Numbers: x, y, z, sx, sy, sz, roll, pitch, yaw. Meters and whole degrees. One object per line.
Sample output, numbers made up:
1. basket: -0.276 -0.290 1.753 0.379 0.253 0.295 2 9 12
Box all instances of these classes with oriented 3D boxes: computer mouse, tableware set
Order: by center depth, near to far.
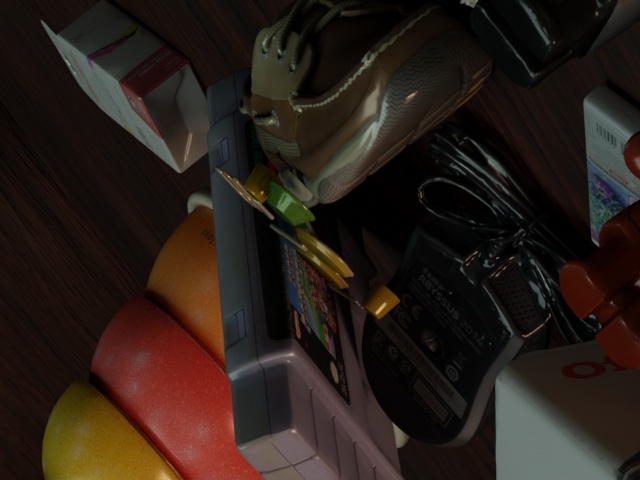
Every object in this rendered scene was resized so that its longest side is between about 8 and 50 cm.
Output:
1. tableware set: 0.000 0.000 1.018 0.154 0.024 0.104 47 171 -37
2. computer mouse: 0.114 0.049 1.050 0.188 0.072 0.272 51 145 15

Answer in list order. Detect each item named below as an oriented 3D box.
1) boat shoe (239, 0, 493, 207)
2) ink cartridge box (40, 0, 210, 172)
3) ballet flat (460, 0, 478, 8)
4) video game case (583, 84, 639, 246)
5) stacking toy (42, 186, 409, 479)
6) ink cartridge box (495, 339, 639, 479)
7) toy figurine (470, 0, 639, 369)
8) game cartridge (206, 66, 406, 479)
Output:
1. boat shoe: 0.007 -0.097 0.953 0.116 0.123 0.324 53 166 -4
2. ink cartridge box: -0.191 -0.166 1.546 0.198 0.067 0.115 38 162 38
3. ballet flat: 0.051 -0.170 0.683 0.091 0.077 0.241 40 164 36
4. video game case: 0.201 0.005 0.801 0.157 0.019 0.143 42 165 29
5. stacking toy: -0.172 0.205 1.598 0.350 0.480 0.350 47 167 14
6. ink cartridge box: 0.212 0.126 0.576 0.273 0.198 0.115 -138 42 -64
7. toy figurine: 0.175 -0.036 0.517 0.213 0.148 0.209 35 155 56
8. game cartridge: -0.007 0.057 1.164 0.230 0.068 0.355 60 -164 -46
